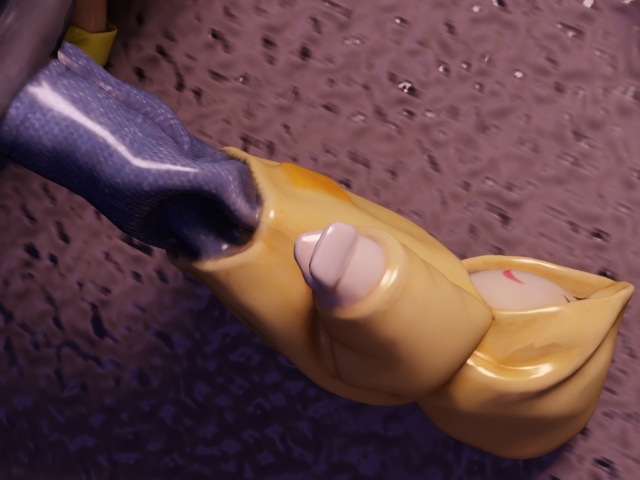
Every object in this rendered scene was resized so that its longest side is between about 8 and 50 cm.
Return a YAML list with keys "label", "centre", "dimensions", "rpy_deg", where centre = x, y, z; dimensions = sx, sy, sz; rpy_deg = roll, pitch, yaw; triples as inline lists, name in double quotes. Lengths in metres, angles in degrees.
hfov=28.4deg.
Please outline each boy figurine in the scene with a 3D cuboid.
- label: "boy figurine"
  centre: [0.000, 0.000, 0.466]
  dimensions: [0.285, 0.177, 0.092]
  rpy_deg: [28, 91, -16]

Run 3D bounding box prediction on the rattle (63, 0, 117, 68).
- label: "rattle"
  centre: [-0.195, -0.131, 0.559]
  dimensions: [0.130, 0.142, 0.200]
  rpy_deg: [-31, 91, 40]
